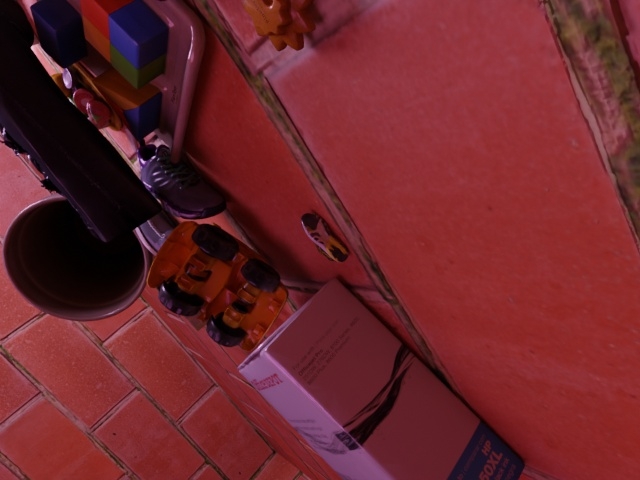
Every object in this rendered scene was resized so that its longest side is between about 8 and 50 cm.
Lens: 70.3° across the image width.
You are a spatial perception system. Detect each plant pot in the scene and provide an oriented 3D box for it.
[{"bbox_3d":[-0.590,0.004,1.193,0.323,0.323,0.280,59,-177,-22],"label":"plant pot"}]

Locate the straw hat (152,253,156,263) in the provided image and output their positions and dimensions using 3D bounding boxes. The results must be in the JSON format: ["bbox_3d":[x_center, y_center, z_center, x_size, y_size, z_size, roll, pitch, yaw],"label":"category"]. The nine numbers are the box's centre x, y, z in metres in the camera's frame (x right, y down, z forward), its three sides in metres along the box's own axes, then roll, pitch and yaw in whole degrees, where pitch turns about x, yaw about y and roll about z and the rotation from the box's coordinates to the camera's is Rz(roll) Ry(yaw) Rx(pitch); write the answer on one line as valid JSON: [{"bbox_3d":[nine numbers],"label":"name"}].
[{"bbox_3d":[-0.404,0.051,1.243,0.061,0.144,0.144,-3,139,5],"label":"straw hat"}]

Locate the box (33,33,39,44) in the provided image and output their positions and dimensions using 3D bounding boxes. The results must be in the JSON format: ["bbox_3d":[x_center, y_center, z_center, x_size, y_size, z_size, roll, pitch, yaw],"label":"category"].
[{"bbox_3d":[-0.666,-0.491,0.918,0.186,0.038,0.145,34,151,22],"label":"box"}]

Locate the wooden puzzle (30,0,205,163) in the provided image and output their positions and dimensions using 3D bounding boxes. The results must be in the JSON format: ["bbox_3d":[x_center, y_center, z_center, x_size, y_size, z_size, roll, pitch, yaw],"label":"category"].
[{"bbox_3d":[-0.308,-0.288,0.619,0.347,0.080,0.322,49,154,-3],"label":"wooden puzzle"}]

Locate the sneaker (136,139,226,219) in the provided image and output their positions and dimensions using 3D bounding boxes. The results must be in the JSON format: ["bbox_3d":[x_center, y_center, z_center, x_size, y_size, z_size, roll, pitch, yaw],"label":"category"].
[{"bbox_3d":[-0.256,-0.110,0.795,0.224,0.083,0.098,23,133,33],"label":"sneaker"}]

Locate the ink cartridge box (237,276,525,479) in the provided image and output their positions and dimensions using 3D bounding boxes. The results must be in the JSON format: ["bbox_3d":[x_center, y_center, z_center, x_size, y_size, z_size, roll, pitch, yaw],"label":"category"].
[{"bbox_3d":[0.069,0.281,0.748,0.395,0.166,0.285,45,153,3],"label":"ink cartridge box"}]

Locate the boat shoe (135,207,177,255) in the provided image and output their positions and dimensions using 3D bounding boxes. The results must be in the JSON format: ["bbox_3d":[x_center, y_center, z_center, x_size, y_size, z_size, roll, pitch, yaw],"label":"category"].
[{"bbox_3d":[-0.330,0.017,1.095,0.099,0.116,0.319,-33,93,20],"label":"boat shoe"}]

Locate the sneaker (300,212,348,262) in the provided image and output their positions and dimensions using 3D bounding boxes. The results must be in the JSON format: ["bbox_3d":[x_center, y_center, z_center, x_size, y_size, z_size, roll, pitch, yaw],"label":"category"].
[{"bbox_3d":[0.000,0.000,0.614,0.083,0.031,0.035,50,154,-6],"label":"sneaker"}]

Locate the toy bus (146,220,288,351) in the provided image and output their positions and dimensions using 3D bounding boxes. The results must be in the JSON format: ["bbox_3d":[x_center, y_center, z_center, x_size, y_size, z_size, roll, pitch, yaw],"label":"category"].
[{"bbox_3d":[-0.158,0.069,0.820,0.220,0.149,0.211,35,-171,4],"label":"toy bus"}]

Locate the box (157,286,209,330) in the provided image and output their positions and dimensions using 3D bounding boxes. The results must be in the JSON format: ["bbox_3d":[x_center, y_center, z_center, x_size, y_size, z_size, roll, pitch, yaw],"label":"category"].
[{"bbox_3d":[-0.510,0.136,1.475,0.232,0.058,0.322,25,153,52],"label":"box"}]

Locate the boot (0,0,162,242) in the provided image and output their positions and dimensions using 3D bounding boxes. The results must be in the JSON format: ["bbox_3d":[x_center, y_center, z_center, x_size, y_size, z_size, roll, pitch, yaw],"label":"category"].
[{"bbox_3d":[-0.442,-0.208,0.762,0.445,0.146,0.367,49,-179,-17],"label":"boot"}]

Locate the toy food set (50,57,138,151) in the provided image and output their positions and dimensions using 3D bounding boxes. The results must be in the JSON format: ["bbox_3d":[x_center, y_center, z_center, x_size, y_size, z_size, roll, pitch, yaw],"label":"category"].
[{"bbox_3d":[-0.466,-0.263,0.898,0.218,0.071,0.128,45,154,4],"label":"toy food set"}]

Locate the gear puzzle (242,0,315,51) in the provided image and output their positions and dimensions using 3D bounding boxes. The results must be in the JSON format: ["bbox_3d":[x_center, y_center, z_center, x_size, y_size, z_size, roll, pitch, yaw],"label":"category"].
[{"bbox_3d":[-0.069,-0.289,0.301,0.176,0.044,0.338,29,149,32],"label":"gear puzzle"}]
